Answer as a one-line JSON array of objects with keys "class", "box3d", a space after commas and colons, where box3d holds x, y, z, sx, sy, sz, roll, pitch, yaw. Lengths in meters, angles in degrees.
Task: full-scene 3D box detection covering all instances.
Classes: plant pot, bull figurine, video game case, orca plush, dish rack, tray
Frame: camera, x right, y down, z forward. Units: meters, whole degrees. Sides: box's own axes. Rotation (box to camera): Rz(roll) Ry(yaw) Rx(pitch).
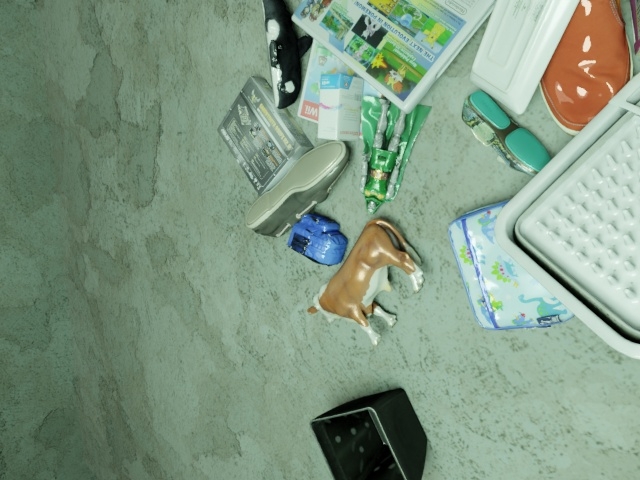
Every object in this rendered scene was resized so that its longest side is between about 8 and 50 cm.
[{"class": "plant pot", "box3d": [0.122, 0.428, 0.885, 0.188, 0.166, 0.188, -31, 80, 36]}, {"class": "bull figurine", "box3d": [0.095, 0.106, 0.882, 0.188, 0.101, 0.311, 39, 124, 18]}, {"class": "video game case", "box3d": [0.139, -0.448, 0.735, 0.329, 0.036, 0.300, 47, 111, 19]}, {"class": "orca plush", "box3d": [-0.071, -0.451, 0.920, 0.151, 0.102, 0.288, 124, 137, -80]}, {"class": "video game case", "box3d": [0.062, -0.377, 0.850, 0.204, 0.025, 0.286, 28, 115, 29]}, {"class": "dish rack", "box3d": [0.421, -0.044, 0.502, 0.333, 0.072, 0.286, -48, 40, 16]}, {"class": "tray", "box3d": [0.298, -0.339, 0.591, 0.271, 0.030, 0.145, 100, 152, -42]}]

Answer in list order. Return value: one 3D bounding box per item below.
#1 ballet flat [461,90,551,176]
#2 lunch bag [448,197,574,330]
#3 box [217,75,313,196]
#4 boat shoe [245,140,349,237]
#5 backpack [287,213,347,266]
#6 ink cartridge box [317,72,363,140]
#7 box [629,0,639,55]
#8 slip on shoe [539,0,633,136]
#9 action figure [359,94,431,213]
[{"class": "ballet flat", "box3d": [0.310, -0.171, 0.691, 0.070, 0.070, 0.189, -44, 69, 34]}, {"class": "lunch bag", "box3d": [0.328, 0.042, 0.701, 0.176, 0.090, 0.219, -16, 89, 41]}, {"class": "box", "box3d": [-0.144, -0.255, 1.011, 0.183, 0.056, 0.231, -44, 73, 34]}, {"class": "boat shoe", "box3d": [-0.042, -0.111, 0.957, 0.335, 0.095, 0.112, -33, 44, 33]}, {"class": "backpack", "box3d": [0.000, 0.000, 0.931, 0.120, 0.097, 0.101, 31, 113, 29]}, {"class": "ink cartridge box", "box3d": [0.040, -0.265, 0.817, 0.052, 0.088, 0.123, 12, 107, 34]}, {"class": "box", "box3d": [0.496, -0.367, 0.455, 0.242, 0.117, 0.214, -7, 95, 31]}, {"class": "slip on shoe", "box3d": [0.373, -0.314, 0.584, 0.122, 0.101, 0.332, -1, 100, 35]}, {"class": "action figure", "box3d": [0.127, -0.162, 0.823, 0.137, 0.063, 0.233, 17, 115, 19]}]
